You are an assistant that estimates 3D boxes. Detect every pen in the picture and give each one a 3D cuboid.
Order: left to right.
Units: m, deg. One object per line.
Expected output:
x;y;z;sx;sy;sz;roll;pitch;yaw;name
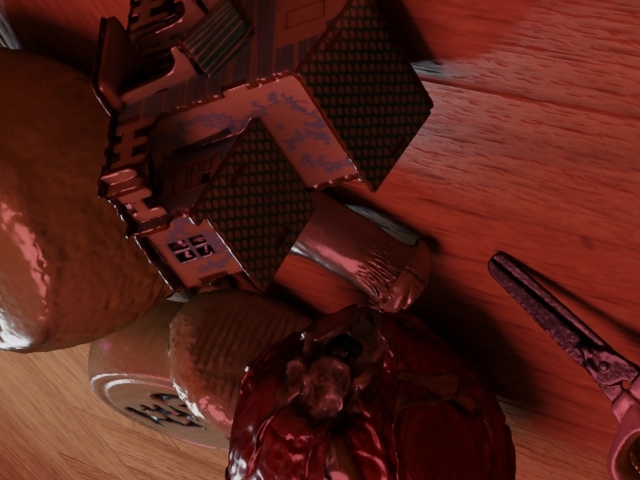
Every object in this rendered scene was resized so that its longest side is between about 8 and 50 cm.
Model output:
-0.129;0.084;2.155;0.040;0.032;0.233;22;159;-4;pen

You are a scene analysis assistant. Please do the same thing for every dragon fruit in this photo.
0.048;0.205;1.810;0.277;0.277;0.342;21;168;33;dragon fruit

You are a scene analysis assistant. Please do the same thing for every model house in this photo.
-0.038;-0.115;1.404;0.206;0.271;0.178;-15;131;18;model house

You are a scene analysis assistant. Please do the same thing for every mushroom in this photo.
0.000;-0.003;1.717;0.223;0.081;0.092;20;136;30;mushroom

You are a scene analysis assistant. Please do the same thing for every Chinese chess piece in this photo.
-0.139;0.154;2.155;0.250;0.101;0.250;17;159;7;Chinese chess piece

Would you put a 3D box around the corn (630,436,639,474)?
0.366;0.209;1.594;0.248;0.081;0.081;27;157;24;corn

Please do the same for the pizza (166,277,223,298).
-0.177;0.018;2.056;0.188;0.062;0.199;32;160;18;pizza

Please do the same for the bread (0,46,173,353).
-0.267;-0.043;1.840;0.320;0.237;0.320;31;142;28;bread

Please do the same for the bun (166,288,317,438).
-0.073;0.133;1.988;0.188;0.164;0.111;19;156;-2;bun

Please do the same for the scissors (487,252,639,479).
0.256;0.120;1.579;0.317;0.024;0.160;45;120;14;scissors
